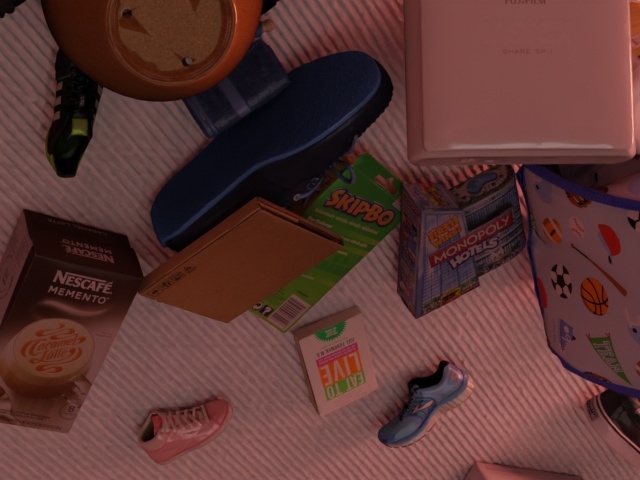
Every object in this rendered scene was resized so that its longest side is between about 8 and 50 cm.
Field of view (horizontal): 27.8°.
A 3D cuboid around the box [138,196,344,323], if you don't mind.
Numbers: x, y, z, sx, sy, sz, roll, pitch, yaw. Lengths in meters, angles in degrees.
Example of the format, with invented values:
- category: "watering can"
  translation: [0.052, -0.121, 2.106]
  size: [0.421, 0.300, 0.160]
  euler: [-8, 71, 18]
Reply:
- category: "box"
  translation: [-0.096, 0.029, 1.563]
  size: [0.201, 0.021, 0.164]
  euler: [-34, 146, 25]

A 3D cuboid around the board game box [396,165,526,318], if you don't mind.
- category: "board game box"
  translation: [0.179, -0.015, 1.684]
  size: [0.194, 0.060, 0.194]
  euler: [-28, 139, -7]

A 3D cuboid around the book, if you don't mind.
- category: "book"
  translation: [0.022, 0.166, 1.795]
  size: [0.096, 0.035, 0.144]
  euler: [-22, 127, -11]

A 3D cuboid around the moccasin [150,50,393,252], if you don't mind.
- category: "moccasin"
  translation: [-0.049, -0.099, 1.535]
  size: [0.342, 0.137, 0.117]
  euler: [-32, 139, 21]

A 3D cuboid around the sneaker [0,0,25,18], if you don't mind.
- category: "sneaker"
  translation: [-0.373, -0.247, 1.304]
  size: [0.130, 0.109, 0.286]
  euler: [28, 112, -41]

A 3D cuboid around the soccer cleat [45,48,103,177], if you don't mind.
- category: "soccer cleat"
  translation: [-0.266, -0.152, 1.428]
  size: [0.060, 0.072, 0.179]
  euler: [4, 121, -24]

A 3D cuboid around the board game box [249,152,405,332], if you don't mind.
- category: "board game box"
  translation: [0.000, 0.000, 1.665]
  size: [0.259, 0.039, 0.124]
  euler: [-43, 129, 13]

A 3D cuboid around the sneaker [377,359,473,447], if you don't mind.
- category: "sneaker"
  translation: [0.142, 0.233, 1.880]
  size: [0.162, 0.063, 0.073]
  euler: [-42, 110, 4]

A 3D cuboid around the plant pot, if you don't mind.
- category: "plant pot"
  translation: [-0.157, -0.230, 1.266]
  size: [0.237, 0.254, 0.237]
  euler: [-3, 109, -10]

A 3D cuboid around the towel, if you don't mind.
- category: "towel"
  translation: [-0.096, -0.174, 1.486]
  size: [0.119, 0.067, 0.029]
  euler: [-34, 166, 3]

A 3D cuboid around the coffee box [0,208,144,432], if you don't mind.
- category: "coffee box"
  translation: [-0.332, 0.102, 1.562]
  size: [0.141, 0.098, 0.246]
  euler: [14, 117, -29]

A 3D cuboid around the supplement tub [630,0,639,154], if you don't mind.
- category: "supplement tub"
  translation: [0.381, -0.206, 1.568]
  size: [0.144, 0.199, 0.144]
  euler: [-10, 126, -14]

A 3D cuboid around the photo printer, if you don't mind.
- category: "photo printer"
  translation: [0.220, -0.239, 1.445]
  size: [0.256, 0.107, 0.307]
  euler: [0, 84, -3]

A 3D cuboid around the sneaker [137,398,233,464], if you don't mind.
- category: "sneaker"
  translation: [-0.187, 0.251, 1.753]
  size: [0.134, 0.051, 0.070]
  euler: [-33, 134, 8]

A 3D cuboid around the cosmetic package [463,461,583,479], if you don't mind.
- category: "cosmetic package"
  translation: [0.345, 0.475, 2.012]
  size: [0.224, 0.224, 0.138]
  euler: [13, 115, -29]

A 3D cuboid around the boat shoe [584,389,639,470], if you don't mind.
- category: "boat shoe"
  translation: [0.547, 0.311, 2.051]
  size: [0.105, 0.113, 0.306]
  euler: [-38, 120, 24]

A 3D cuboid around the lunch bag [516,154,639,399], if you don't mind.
- category: "lunch bag"
  translation: [0.444, 0.029, 1.632]
  size: [0.239, 0.386, 0.327]
  euler: [-42, 129, -41]

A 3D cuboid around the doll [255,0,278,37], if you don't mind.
- category: "doll"
  translation: [-0.083, -0.282, 1.429]
  size: [0.189, 0.046, 0.129]
  euler: [-39, 123, 11]
